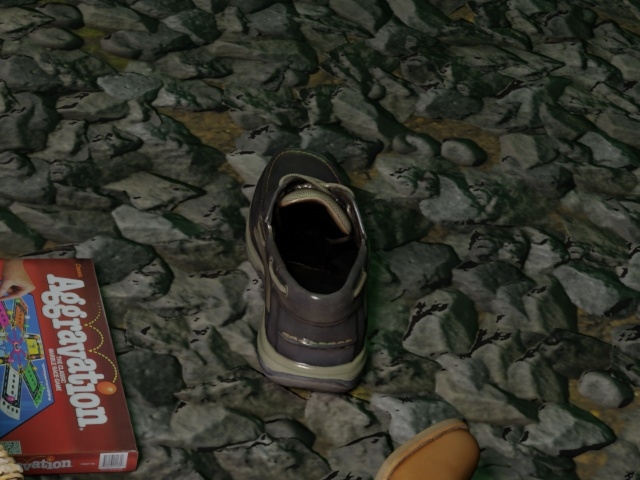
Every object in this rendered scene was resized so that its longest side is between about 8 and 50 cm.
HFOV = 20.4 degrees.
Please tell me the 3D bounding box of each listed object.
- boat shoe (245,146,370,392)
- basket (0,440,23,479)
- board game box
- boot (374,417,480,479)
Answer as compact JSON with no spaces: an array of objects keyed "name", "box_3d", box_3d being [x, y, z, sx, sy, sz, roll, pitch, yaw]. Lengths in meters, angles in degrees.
[{"name":"boat shoe","box_3d":[0.000,0.000,1.770,0.132,0.130,0.355,4,35,-11]},{"name":"basket","box_3d":[-0.396,0.146,1.277,0.213,0.223,0.299,-28,76,-36]},{"name":"board game box","box_3d":[-0.260,0.109,1.629,0.145,0.027,0.281,0,36,-18]},{"name":"boot","box_3d":[0.120,0.277,1.425,0.220,0.109,0.283,25,39,20]}]
